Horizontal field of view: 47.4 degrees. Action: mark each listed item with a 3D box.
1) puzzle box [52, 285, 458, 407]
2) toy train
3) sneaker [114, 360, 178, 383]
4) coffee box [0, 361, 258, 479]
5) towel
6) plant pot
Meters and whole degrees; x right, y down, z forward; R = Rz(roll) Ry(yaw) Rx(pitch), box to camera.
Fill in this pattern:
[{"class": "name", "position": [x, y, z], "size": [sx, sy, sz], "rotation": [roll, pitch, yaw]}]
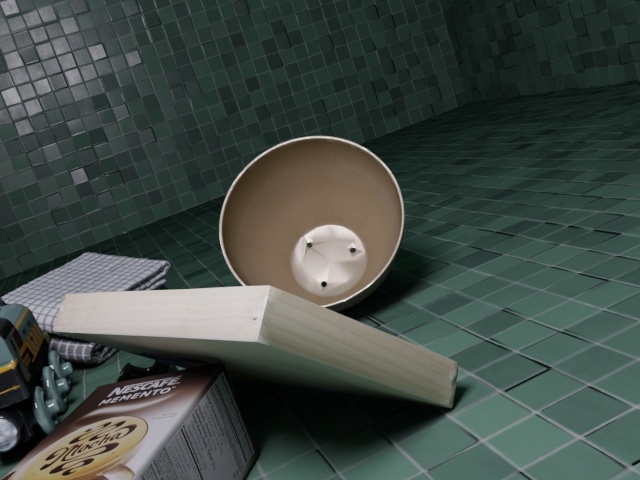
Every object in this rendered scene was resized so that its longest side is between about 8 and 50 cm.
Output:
[{"class": "puzzle box", "position": [-0.090, 0.117, 0.818], "size": [0.272, 0.052, 0.409], "rotation": [25, -21, -39]}, {"class": "toy train", "position": [-0.476, 0.197, 1.112], "size": [0.142, 0.190, 0.334], "rotation": [-21, 13, -9]}, {"class": "sneaker", "position": [-0.271, 0.211, 1.015], "size": [0.170, 0.075, 0.063], "rotation": [-24, 13, -21]}, {"class": "coffee box", "position": [-0.193, 0.240, 0.668], "size": [0.168, 0.119, 0.297], "rotation": [-15, 13, 17]}, {"class": "towel", "position": [-0.457, 0.130, 1.426], "size": [0.235, 0.121, 0.283], "rotation": [5, 23, 23]}, {"class": "plant pot", "position": [0.000, 0.000, 1.182], "size": [0.284, 0.284, 0.191], "rotation": [-18, -23, 3]}]
